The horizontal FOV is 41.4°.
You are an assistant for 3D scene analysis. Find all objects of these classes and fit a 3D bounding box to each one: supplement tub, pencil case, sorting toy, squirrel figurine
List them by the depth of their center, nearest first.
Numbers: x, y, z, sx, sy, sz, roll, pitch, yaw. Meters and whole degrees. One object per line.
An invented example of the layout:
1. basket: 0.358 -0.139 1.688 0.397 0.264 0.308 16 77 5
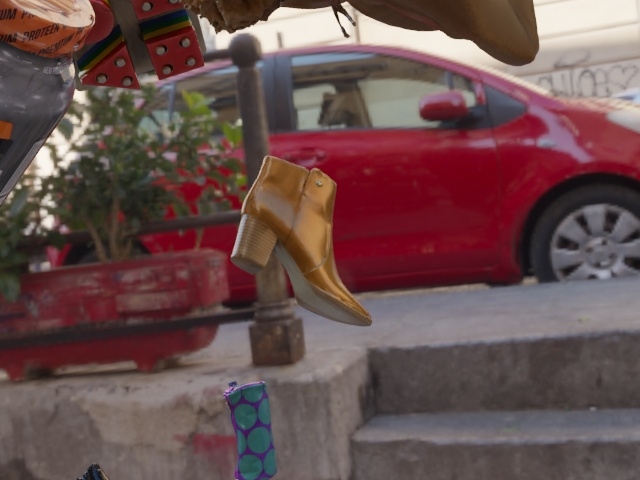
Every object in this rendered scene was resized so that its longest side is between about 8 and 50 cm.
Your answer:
1. supplement tub: -0.333 -0.100 0.694 0.316 0.193 0.193 -49 -17 20
2. squirrel figurine: 0.008 -0.339 0.895 0.370 0.281 0.397 12 12 42
3. pencil case: -0.107 0.290 1.283 0.070 0.151 0.064 -9 0 -23
4. sorting toy: -0.337 -0.370 1.477 0.256 0.089 0.257 -19 -33 -7

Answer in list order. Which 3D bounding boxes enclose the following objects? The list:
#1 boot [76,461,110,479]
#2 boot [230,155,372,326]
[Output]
1. boot: -0.148 0.205 0.630 0.045 0.121 0.099 -3 33 -46
2. boot: -0.001 0.000 1.427 0.295 0.211 0.104 32 -26 -24
